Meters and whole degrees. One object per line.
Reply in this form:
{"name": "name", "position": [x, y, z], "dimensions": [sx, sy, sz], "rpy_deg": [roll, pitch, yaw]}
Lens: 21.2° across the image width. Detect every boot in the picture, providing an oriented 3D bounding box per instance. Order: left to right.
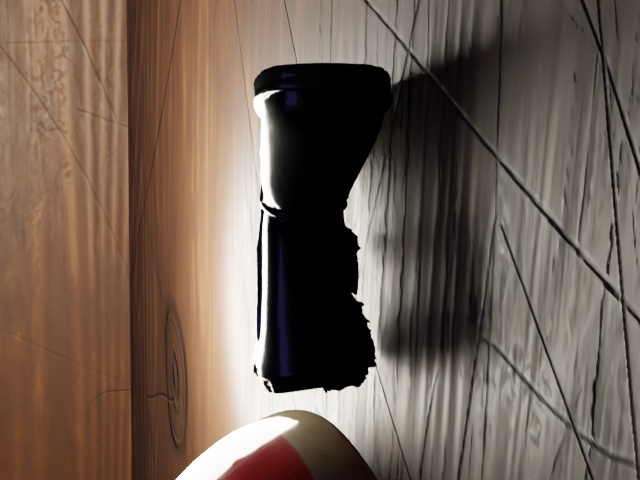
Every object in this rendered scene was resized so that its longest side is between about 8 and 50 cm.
{"name": "boot", "position": [0.000, 0.000, 1.186], "dimensions": [0.246, 0.094, 0.207], "rpy_deg": [119, 149, -78]}

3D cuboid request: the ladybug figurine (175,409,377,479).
{"name": "ladybug figurine", "position": [-0.036, 0.288, 1.277], "dimensions": [0.449, 0.162, 0.305], "rpy_deg": [-150, 57, -74]}
